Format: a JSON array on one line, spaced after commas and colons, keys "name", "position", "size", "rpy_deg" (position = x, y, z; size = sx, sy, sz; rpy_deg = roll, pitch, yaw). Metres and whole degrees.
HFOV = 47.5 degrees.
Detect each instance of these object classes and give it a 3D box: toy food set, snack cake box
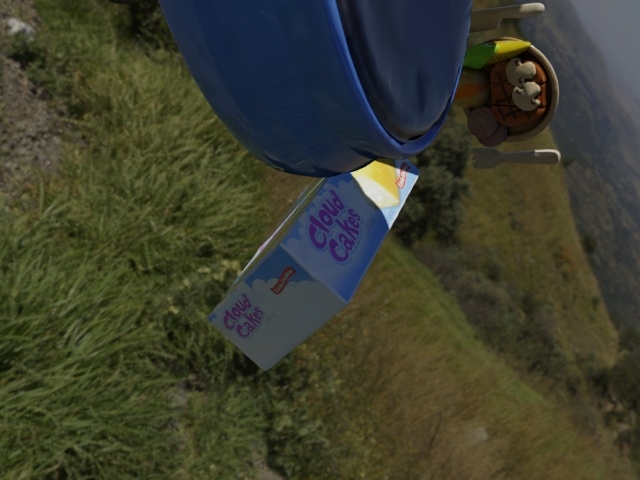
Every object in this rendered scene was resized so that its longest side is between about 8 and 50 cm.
[{"name": "toy food set", "position": [0.207, -0.168, 0.838], "size": [0.038, 0.132, 0.192], "rpy_deg": [-37, 120, -43]}, {"name": "snack cake box", "position": [0.000, 0.000, 0.805], "size": [0.089, 0.152, 0.264], "rpy_deg": [42, 40, -8]}]

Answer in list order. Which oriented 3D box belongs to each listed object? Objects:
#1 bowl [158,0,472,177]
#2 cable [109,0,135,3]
[{"name": "bowl", "position": [0.026, -0.231, 0.414], "size": [0.391, 0.077, 0.392], "rpy_deg": [5, 90, -69]}, {"name": "cable", "position": [-0.209, -0.431, 1.118], "size": [0.287, 0.072, 0.140], "rpy_deg": [-14, 92, -42]}]
